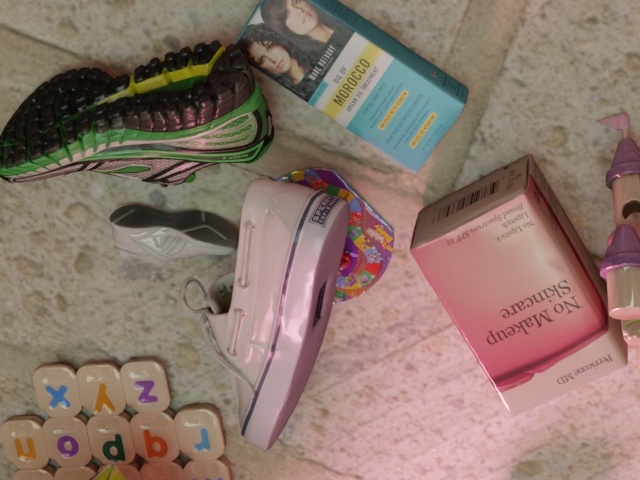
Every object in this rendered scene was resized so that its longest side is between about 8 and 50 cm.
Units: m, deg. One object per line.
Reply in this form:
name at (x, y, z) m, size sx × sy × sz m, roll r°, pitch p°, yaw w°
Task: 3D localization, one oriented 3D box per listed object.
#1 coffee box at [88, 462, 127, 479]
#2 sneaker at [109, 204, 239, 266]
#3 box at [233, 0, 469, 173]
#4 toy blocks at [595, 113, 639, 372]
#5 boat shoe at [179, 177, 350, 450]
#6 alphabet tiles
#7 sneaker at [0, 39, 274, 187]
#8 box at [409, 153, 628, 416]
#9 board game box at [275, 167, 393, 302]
coffee box at (-0.296, 0.525, 1.766) m, size 0.337 × 0.338 × 0.334 m, roll 48°, pitch 139°, yaw 0°
sneaker at (-0.168, 0.000, 1.782) m, size 0.152 × 0.054 × 0.061 m, roll 8°, pitch 128°, yaw 9°
box at (0.033, -0.184, 1.664) m, size 0.244 × 0.060 × 0.100 m, roll 33°, pitch 113°, yaw -5°
toy blocks at (0.425, -0.033, 1.565) m, size 0.288 × 0.309 × 0.260 m, roll -7°, pitch 68°, yaw 20°
boat shoe at (-0.079, 0.079, 1.733) m, size 0.156 × 0.136 × 0.367 m, roll 23°, pitch 133°, yaw 12°
alphabet tiles at (-0.253, 0.275, 1.918) m, size 0.284 × 0.021 × 0.278 m, roll -5°, pitch 111°, yaw 11°
sneaker at (-0.213, -0.105, 1.699) m, size 0.343 × 0.134 × 0.146 m, roll -7°, pitch 137°, yaw 23°
box at (0.220, 0.050, 1.693) m, size 0.148 × 0.127 × 0.232 m, roll -28°, pitch 105°, yaw 18°
board game box at (0.000, 0.000, 1.759) m, size 0.133 × 0.033 × 0.168 m, roll -41°, pitch 101°, yaw 21°
